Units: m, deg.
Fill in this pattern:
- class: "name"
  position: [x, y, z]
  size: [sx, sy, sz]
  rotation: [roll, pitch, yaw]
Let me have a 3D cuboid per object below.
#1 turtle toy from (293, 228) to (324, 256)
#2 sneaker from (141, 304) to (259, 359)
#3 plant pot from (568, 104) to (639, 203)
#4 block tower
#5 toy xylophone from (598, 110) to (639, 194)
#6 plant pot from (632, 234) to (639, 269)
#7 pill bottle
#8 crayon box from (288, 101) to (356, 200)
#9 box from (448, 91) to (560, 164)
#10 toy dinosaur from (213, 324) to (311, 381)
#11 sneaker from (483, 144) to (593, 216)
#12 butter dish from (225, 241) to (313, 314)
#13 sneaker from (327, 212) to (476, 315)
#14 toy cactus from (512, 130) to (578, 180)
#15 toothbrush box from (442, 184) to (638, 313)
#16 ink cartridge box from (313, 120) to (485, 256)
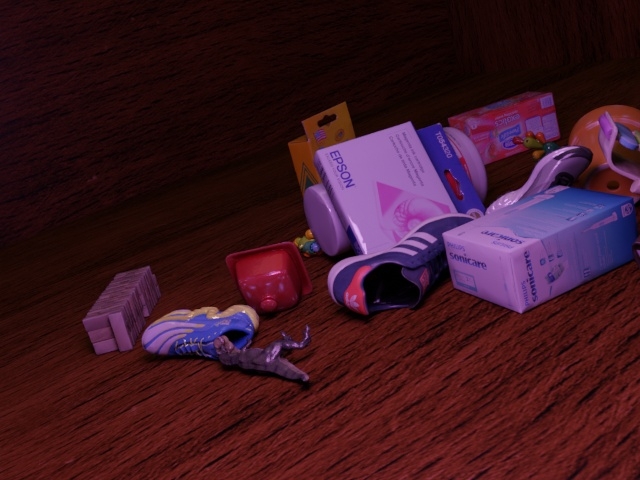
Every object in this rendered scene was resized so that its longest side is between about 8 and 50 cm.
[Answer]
- class: "turtle toy"
  position: [0.000, 0.000, 2.098]
  size: [0.130, 0.066, 0.095]
  rotation: [-24, -6, -33]
- class: "sneaker"
  position: [-0.238, 0.187, 1.652]
  size: [0.240, 0.091, 0.126]
  rotation: [-15, 17, -3]
- class: "plant pot"
  position: [0.658, -0.170, 1.881]
  size: [0.205, 0.205, 0.188]
  rotation: [-7, 33, 25]
- class: "block tower"
  position: [-0.458, 0.156, 1.954]
  size: [0.097, 0.091, 0.335]
  rotation: [-15, 16, 3]
- class: "toy xylophone"
  position: [0.702, -0.138, 1.681]
  size: [0.323, 0.081, 0.236]
  rotation: [19, 29, -12]
- class: "plant pot"
  position: [0.639, -0.011, 1.368]
  size: [0.230, 0.215, 0.215]
  rotation: [-30, 17, -1]
- class: "pill bottle"
  position: [0.177, -0.111, 2.021]
  size: [0.408, 0.229, 0.229]
  rotation: [-21, 17, -19]
- class: "crayon box"
  position: [0.027, -0.196, 2.278]
  size: [0.081, 0.318, 0.202]
  rotation: [-1, 21, 41]
- class: "box"
  position: [0.569, -0.347, 2.591]
  size: [0.300, 0.154, 0.142]
  rotation: [-20, 17, -13]
- class: "toy dinosaur"
  position: [-0.078, 0.205, 1.515]
  size: [0.268, 0.064, 0.118]
  rotation: [6, 33, 46]
- class: "sneaker"
  position: [0.475, -0.092, 1.777]
  size: [0.271, 0.100, 0.108]
  rotation: [-46, 42, 25]
- class: "butter dish"
  position: [-0.109, 0.101, 1.773]
  size: [0.160, 0.160, 0.118]
  rotation: [-12, 40, 10]
- class: "sneaker"
  position: [0.195, 0.058, 1.658]
  size: [0.350, 0.131, 0.148]
  rotation: [-26, 26, -16]
- class: "toy cactus"
  position: [0.592, -0.202, 2.072]
  size: [0.180, 0.219, 0.112]
  rotation: [6, 66, 53]
- class: "toothbrush box"
  position: [0.418, 0.007, 1.592]
  size: [0.296, 0.126, 0.216]
  rotation: [-21, 18, -22]
- class: "ink cartridge box"
  position: [0.196, -0.101, 1.853]
  size: [0.330, 0.324, 0.071]
  rotation: [-20, -20, -14]
